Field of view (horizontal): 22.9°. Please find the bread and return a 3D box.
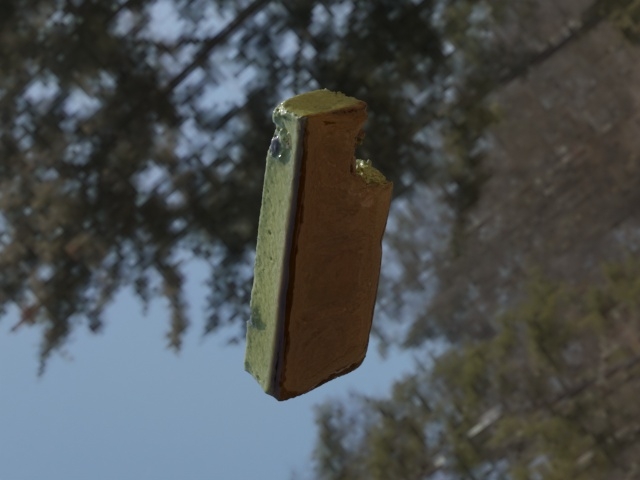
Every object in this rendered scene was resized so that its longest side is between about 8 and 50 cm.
[{"bbox_3d":[0.000,0.000,1.057,0.088,0.226,0.049,-17,-139,-34],"label":"bread"}]
